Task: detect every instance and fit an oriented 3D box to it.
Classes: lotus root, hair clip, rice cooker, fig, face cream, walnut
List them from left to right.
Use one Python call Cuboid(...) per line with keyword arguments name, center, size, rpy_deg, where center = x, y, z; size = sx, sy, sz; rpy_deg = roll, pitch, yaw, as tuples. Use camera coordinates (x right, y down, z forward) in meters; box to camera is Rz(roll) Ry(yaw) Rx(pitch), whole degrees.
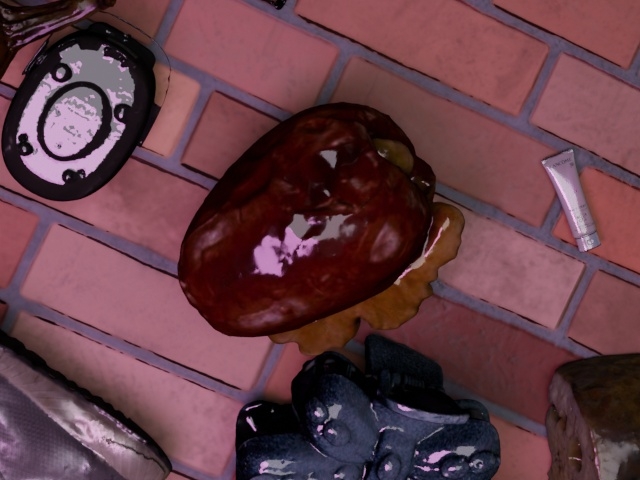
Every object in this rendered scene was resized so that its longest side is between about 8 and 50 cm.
Cuboid(name="fig", center=(-0.360, -0.215, 1.330), size=(0.290, 0.190, 0.190), rpy_deg=(-22, 100, 27))
Cuboid(name="rice cooker", center=(-0.244, -0.133, 1.417), size=(0.142, 0.118, 0.203), rpy_deg=(30, 97, -10))
Cuboid(name="walnut", center=(0.000, 0.000, 1.428), size=(0.269, 0.222, 0.244), rpy_deg=(-35, 117, 13))
Cuboid(name="hair clip", center=(0.066, 0.226, 1.478), size=(0.310, 0.194, 0.206), rpy_deg=(19, 106, -11))
Cuboid(name="face cream", center=(0.281, -0.044, 1.542), size=(0.038, 0.020, 0.115), rpy_deg=(-21, 96, -3))
Cuboid(name="lotus root", center=(0.330, 0.249, 1.535), size=(0.119, 0.138, 0.235), rpy_deg=(-3, 92, -17))

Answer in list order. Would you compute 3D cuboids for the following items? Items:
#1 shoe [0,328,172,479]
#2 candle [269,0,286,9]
Cuboid(name="shoe", center=(-0.329, 0.201, 1.435), size=(0.336, 0.132, 0.171), rpy_deg=(37, 85, -16))
Cuboid(name="candle", center=(0.019, -0.294, 1.480), size=(0.167, 0.021, 0.026), rpy_deg=(-29, 89, -2))
